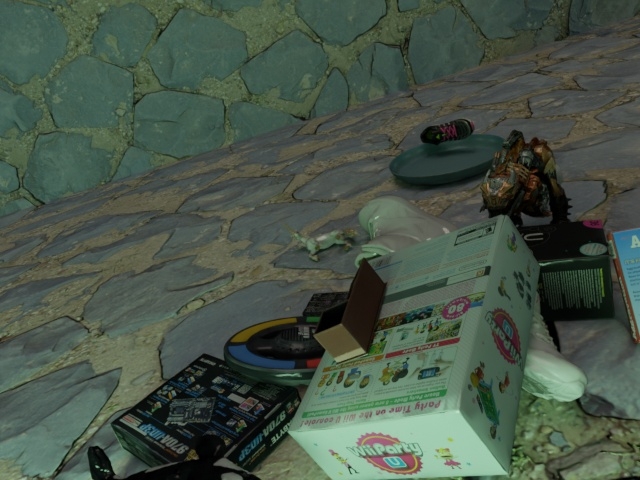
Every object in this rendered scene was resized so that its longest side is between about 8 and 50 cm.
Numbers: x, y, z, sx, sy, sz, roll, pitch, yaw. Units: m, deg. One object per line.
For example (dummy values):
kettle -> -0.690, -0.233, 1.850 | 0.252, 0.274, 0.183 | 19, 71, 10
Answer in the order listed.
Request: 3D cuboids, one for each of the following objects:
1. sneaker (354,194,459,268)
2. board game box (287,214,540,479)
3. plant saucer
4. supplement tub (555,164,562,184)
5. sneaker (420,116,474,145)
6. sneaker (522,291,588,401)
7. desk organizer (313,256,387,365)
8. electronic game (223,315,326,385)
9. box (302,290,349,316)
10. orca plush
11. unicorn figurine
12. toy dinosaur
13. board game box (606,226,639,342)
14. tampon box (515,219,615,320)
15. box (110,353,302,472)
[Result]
sneaker -> 0.120, -0.005, 1.078 | 0.169, 0.108, 0.292 | -23, 24, -23
board game box -> 0.121, 0.120, 0.657 | 0.223, 0.098, 0.303 | -23, 23, 40
plant saucer -> 0.345, -0.217, 1.502 | 0.317, 0.044, 0.318 | -14, 22, 6
supplement tub -> 0.450, -0.120, 1.167 | 0.107, 0.071, 0.071 | -28, 25, -25
sneaker -> 0.353, -0.303, 1.563 | 0.074, 0.063, 0.170 | -33, 23, -36
sneaker -> 0.249, 0.110, 0.699 | 0.115, 0.090, 0.232 | -47, 29, -5
desk organizer -> 0.038, 0.083, 0.671 | 0.047, 0.050, 0.130 | -27, 22, 32
electronic game -> -0.028, 0.154, 0.817 | 0.229, 0.048, 0.229 | -3, 9, 0
box -> 0.017, 0.116, 0.981 | 0.083, 0.018, 0.067 | -7, 24, 22
orca plush -> -0.182, 0.266, 0.586 | 0.287, 0.102, 0.151 | 5, 65, 41
unicorn figurine -> 0.000, 0.000, 1.228 | 0.161, 0.060, 0.111 | -3, 20, -10
toy dinosaur -> 0.373, -0.100, 0.978 | 0.321, 0.219, 0.164 | -28, 24, -28
board game box -> 0.522, 0.032, 0.681 | 0.281, 0.145, 0.027 | -11, -10, 12
tampon box -> 0.338, 0.044, 0.818 | 0.160, 0.102, 0.120 | -6, 24, 23
box -> -0.156, 0.245, 0.758 | 0.220, 0.051, 0.175 | 6, 31, 43
